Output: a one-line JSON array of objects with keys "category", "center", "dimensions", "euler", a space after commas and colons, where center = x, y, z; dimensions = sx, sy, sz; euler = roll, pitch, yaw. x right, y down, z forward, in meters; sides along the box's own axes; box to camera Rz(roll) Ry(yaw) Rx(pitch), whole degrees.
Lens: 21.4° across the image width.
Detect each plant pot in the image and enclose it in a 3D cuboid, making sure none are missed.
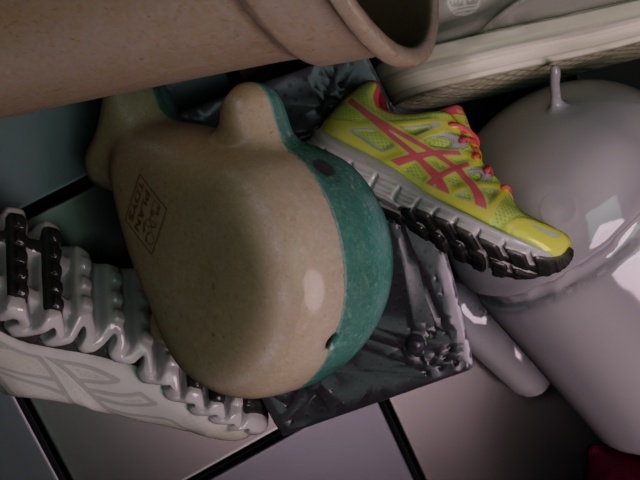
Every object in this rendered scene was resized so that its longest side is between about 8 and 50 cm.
[{"category": "plant pot", "center": [-0.129, -0.221, 1.053], "dimensions": [0.305, 0.334, 0.334], "euler": [-17, 108, 19]}]

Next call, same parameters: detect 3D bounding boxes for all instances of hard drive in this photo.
[{"category": "hard drive", "center": [0.000, 0.000, 1.260], "dimensions": [0.172, 0.054, 0.255], "euler": [-20, 99, 2]}]

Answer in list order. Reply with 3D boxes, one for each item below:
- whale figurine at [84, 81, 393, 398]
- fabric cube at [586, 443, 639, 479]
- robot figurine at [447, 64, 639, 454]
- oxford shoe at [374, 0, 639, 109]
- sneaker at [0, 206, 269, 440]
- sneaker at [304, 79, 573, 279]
[{"category": "whale figurine", "center": [-0.057, -0.017, 1.156], "dimensions": [0.141, 0.272, 0.216], "euler": [-9, 130, -40]}, {"category": "fabric cube", "center": [0.362, 0.323, 1.355], "dimensions": [0.254, 0.258, 0.259], "euler": [5, 99, -18]}, {"category": "robot figurine", "center": [0.229, 0.021, 1.286], "dimensions": [0.300, 0.200, 0.353], "euler": [-31, 113, 26]}, {"category": "oxford shoe", "center": [0.246, -0.205, 1.280], "dimensions": [0.449, 0.169, 0.130], "euler": [-13, 84, -14]}, {"category": "sneaker", "center": [-0.163, 0.078, 1.232], "dimensions": [0.292, 0.110, 0.118], "euler": [30, 127, -32]}, {"category": "sneaker", "center": [0.089, -0.047, 1.167], "dimensions": [0.208, 0.081, 0.094], "euler": [29, 78, 16]}]
